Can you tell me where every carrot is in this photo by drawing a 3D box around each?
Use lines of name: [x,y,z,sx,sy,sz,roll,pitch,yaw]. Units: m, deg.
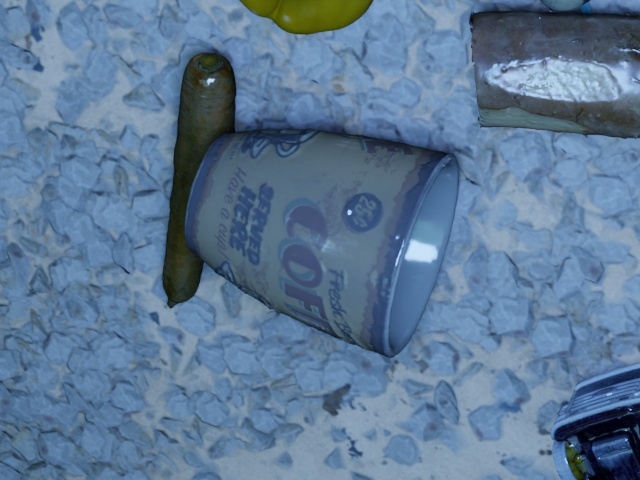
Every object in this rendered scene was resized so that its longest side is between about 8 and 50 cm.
carrot: [-0.139,-0.060,2.207,0.070,0.070,0.342,17,126,9]

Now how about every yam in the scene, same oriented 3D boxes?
yam: [0.266,-0.168,1.985,0.238,0.129,0.128,4,108,12]

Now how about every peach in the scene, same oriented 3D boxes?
peach: [-0.019,-0.295,2.020,0.179,0.103,0.179,10,123,16]

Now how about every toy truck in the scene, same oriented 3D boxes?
toy truck: [0.387,0.307,2.163,0.146,0.175,0.367,-19,110,24]

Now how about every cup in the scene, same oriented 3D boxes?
cup: [0.000,0.000,2.132,0.257,0.227,0.301,19,151,16]

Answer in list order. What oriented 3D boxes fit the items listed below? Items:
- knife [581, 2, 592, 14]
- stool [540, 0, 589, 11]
knife: [0.259,-0.266,2.002,0.014,0.005,0.091,-13,111,18]
stool: [0.272,-0.325,1.891,0.153,0.139,0.228,2,116,14]
